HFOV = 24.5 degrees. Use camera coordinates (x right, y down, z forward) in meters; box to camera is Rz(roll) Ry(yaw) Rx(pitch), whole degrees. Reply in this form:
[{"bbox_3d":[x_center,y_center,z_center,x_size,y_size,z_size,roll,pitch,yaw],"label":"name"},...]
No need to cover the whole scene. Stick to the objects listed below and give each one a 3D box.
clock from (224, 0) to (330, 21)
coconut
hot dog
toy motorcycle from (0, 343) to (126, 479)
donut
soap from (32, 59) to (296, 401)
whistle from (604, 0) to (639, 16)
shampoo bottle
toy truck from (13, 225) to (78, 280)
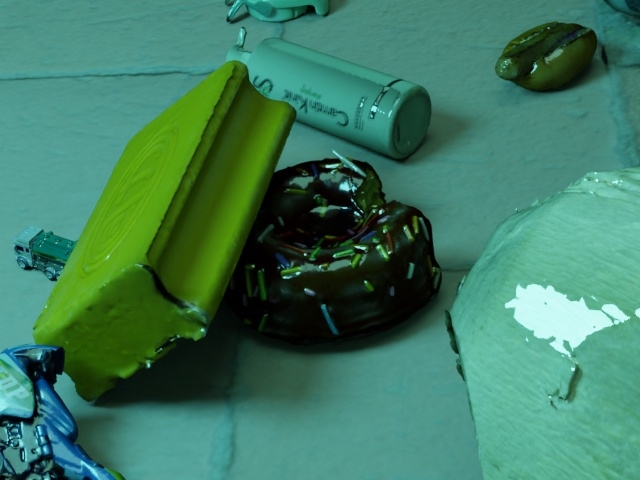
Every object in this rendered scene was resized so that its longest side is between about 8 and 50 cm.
[{"bbox_3d":[-0.058,-0.318,1.888,0.135,0.041,0.101,-10,41,0],"label":"clock"},{"bbox_3d":[0.277,0.125,1.078,0.346,0.346,0.360,-32,37,-26],"label":"coconut"},{"bbox_3d":[0.255,-0.215,1.699,0.140,0.060,0.090,-26,39,-15],"label":"hot dog"},{"bbox_3d":[-0.251,0.174,1.288,0.135,0.092,0.254,-31,66,-21],"label":"toy motorcycle"},{"bbox_3d":[0.000,0.001,1.460,0.216,0.096,0.230,-12,41,-5],"label":"donut"},{"bbox_3d":[-0.152,-0.012,1.426,0.204,0.096,0.324,-34,25,37],"label":"soap"},{"bbox_3d":[0.418,-0.353,1.760,0.290,0.163,0.163,-27,43,-20],"label":"whistle"},{"bbox_3d":[-0.003,-0.170,1.670,0.262,0.085,0.085,23,49,31],"label":"shampoo bottle"},{"bbox_3d":[-0.282,0.011,1.537,0.083,0.044,0.039,17,43,27],"label":"toy truck"}]
